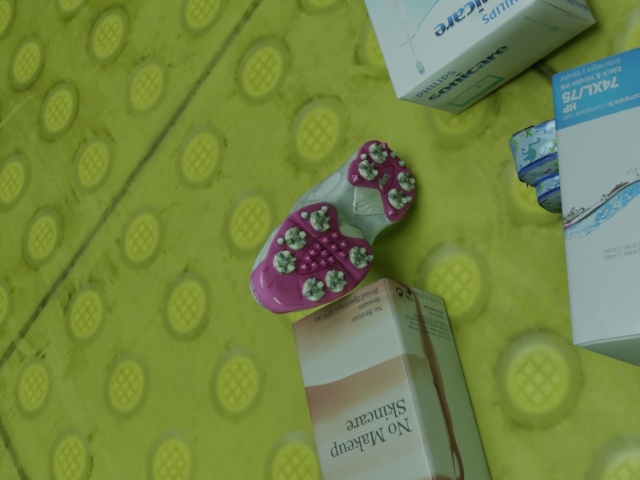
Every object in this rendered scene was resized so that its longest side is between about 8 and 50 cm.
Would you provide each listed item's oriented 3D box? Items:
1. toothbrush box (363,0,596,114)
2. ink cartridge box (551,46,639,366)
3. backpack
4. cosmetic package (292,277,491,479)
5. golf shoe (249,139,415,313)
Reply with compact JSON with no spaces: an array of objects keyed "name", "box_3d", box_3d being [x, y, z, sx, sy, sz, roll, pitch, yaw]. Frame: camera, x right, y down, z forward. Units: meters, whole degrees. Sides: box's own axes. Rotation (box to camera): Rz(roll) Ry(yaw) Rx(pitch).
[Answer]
[{"name":"toothbrush box","box_3d":[0.161,-0.333,1.281,0.216,0.126,0.296,-34,63,37]},{"name":"ink cartridge box","box_3d":[0.356,-0.029,1.015,0.197,0.198,0.270,-14,68,37]},{"name":"backpack","box_3d":[0.265,-0.083,1.162,0.105,0.114,0.084,-23,64,32]},{"name":"cosmetic package","box_3d":[0.083,0.212,1.220,0.153,0.129,0.296,-29,61,29]},{"name":"golf shoe","box_3d":[0.000,0.000,1.291,0.140,0.306,0.115,-29,101,45]}]
